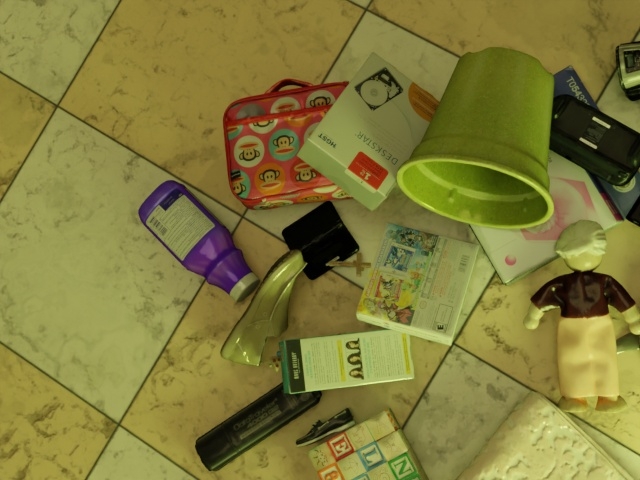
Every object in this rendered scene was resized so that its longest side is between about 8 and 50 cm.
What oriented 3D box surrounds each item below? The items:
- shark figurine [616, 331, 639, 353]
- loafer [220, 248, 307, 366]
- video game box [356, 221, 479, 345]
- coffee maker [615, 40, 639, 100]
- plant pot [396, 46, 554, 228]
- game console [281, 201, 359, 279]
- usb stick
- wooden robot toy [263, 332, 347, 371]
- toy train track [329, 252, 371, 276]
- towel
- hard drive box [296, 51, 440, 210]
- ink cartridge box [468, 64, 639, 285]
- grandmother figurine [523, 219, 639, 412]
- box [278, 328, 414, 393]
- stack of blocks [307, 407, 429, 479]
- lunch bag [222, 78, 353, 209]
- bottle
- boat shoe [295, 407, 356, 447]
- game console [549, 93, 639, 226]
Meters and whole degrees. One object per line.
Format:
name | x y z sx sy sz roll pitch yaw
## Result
shark figurine | 0.631 0.226 1.617 0.166 0.116 0.278 -31 76 8
loafer | -0.097 0.137 1.791 0.092 0.102 0.268 32 105 -4
video game box | 0.186 0.081 1.729 0.187 0.048 0.205 16 65 11
coffee maker | 0.651 -0.318 1.674 0.178 0.171 0.120 -8 58 32
plant pot | 0.301 -0.191 1.613 0.276 0.276 0.253 13 73 13
game console | 0.000 0.000 1.830 0.122 0.071 0.107 -33 107 7
usb stick | -0.125 0.358 1.793 0.278 0.045 0.077 -35 70 6
wooden robot toy | -0.018 0.241 1.763 0.173 0.076 0.079 -16 72 -12
toy train track | 0.058 0.049 1.804 0.083 0.014 0.048 2 74 -2
towel | 0.396 0.493 1.616 0.317 0.053 0.332 41 78 10
hard drive box | 0.097 -0.204 1.698 0.181 0.089 0.232 36 69 -4
ink cartridge box | 0.415 -0.132 1.731 0.330 0.071 0.324 -30 77 8
grandmother figurine | 0.472 0.133 1.638 0.208 0.104 0.342 -1 93 6
box | 0.049 0.227 1.715 0.245 0.060 0.100 -4 81 -14
stack of blocks | 0.123 0.486 1.701 0.171 0.087 0.297 -29 78 7
lunch bag | -0.043 -0.203 1.817 0.293 0.120 0.258 -9 77 9
bottle | -0.241 0.005 1.838 0.283 0.092 0.118 43 94 14
boat shoe | 0.006 0.365 1.763 0.125 0.046 0.038 -25 78 5
game console | 0.569 -0.155 1.642 0.361 0.044 0.213 33 92 15
